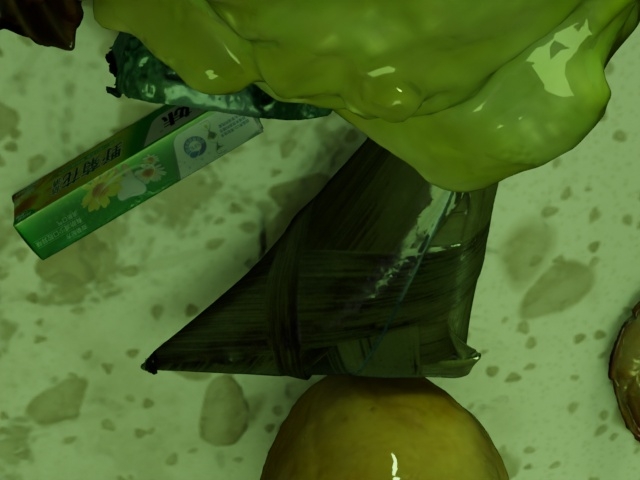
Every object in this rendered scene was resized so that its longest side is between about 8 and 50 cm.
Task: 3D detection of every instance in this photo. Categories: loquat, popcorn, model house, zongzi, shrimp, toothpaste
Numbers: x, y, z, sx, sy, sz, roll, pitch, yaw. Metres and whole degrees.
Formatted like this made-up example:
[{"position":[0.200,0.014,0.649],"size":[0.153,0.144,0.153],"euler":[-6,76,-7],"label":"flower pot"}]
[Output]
[{"position":[0.043,0.212,0.946],"size":[0.193,0.238,0.238],"euler":[-1,123,-22],"label":"loquat"},{"position":[0.024,-0.188,0.601],"size":[0.312,0.312,0.312],"euler":[-6,123,-10],"label":"popcorn"},{"position":[-0.050,-0.160,0.758],"size":[0.148,0.119,0.149],"euler":[5,113,-16],"label":"model house"},{"position":[0.000,0.000,0.868],"size":[0.242,0.112,0.221],"euler":[-1,124,-12],"label":"zongzi"},{"position":[0.307,0.126,1.059],"size":[0.133,0.053,0.236],"euler":[-9,119,-13],"label":"shrimp"},{"position":[-0.125,-0.051,0.846],"size":[0.178,0.043,0.037],"euler":[-30,121,6],"label":"toothpaste"}]

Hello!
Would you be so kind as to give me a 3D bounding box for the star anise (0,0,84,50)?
[{"position":[-0.204,-0.188,0.689],"size":[0.190,0.126,0.220],"euler":[-44,145,15],"label":"star anise"}]
